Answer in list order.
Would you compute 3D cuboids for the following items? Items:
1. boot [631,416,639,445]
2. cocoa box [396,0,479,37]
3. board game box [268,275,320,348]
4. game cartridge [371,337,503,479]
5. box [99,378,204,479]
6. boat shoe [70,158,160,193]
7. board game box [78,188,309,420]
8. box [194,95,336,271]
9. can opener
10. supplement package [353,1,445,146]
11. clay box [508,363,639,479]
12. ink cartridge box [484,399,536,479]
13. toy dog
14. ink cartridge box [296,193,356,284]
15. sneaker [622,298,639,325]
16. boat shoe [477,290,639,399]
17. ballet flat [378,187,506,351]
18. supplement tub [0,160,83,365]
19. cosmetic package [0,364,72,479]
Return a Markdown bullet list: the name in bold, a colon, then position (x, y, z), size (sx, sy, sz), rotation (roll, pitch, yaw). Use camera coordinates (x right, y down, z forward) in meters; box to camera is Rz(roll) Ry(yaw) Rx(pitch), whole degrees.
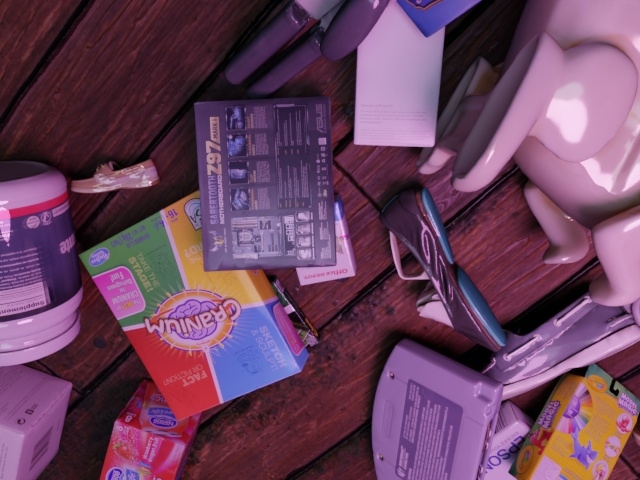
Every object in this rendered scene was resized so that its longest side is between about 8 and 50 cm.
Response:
- **boot**: position (0.623, 0.371, 0.825), size (0.214, 0.077, 0.164), rotation (-1, 112, 3)
- **cocoa box**: position (0.188, -0.407, 0.439), size (0.347, 0.231, 0.228), rotation (-44, 102, -4)
- **board game box**: position (-0.144, 0.178, 0.857), size (0.260, 0.030, 0.136), rotation (-31, 102, 16)
- **game cartridge**: position (0.175, 0.313, 0.807), size (0.196, 0.060, 0.293), rotation (20, 116, 35)
- **box**: position (-0.316, 0.404, 0.909), size (0.128, 0.122, 0.256), rotation (22, 111, -2)
- **boat shoe**: position (-0.317, -0.101, 0.762), size (0.136, 0.050, 0.045), rotation (-7, 107, -2)
- **board game box**: position (-0.198, 0.104, 0.791), size (0.242, 0.064, 0.316), rotation (-26, 98, 15)
- **box**: position (-0.073, -0.076, 0.685), size (0.184, 0.059, 0.232), rotation (-3, 93, 0)
- **can opener**: position (-0.028, -0.231, 0.579), size (0.076, 0.095, 0.284), rotation (37, 147, -27)
- **supplement package**: position (0.098, -0.220, 0.640), size (0.105, 0.105, 0.179), rotation (2, 111, 5)
- **clay box**: position (0.415, 0.318, 0.800), size (0.127, 0.053, 0.222), rotation (39, 76, -9)
- **ink cartridge box**: position (0.338, 0.494, 0.906), size (0.330, 0.071, 0.324), rotation (40, 109, -8)
- **toy dog**: position (0.378, -0.120, 0.589), size (0.408, 0.284, 0.395), rotation (28, 93, -6)
- **ink cartridge box**: position (0.000, 0.000, 0.762), size (0.089, 0.052, 0.122), rotation (-11, 110, 9)
- **sneaker**: position (0.581, 0.079, 0.699), size (0.252, 0.111, 0.102), rotation (-30, 105, 15)
- **boat shoe**: position (0.330, 0.181, 0.790), size (0.320, 0.116, 0.099), rotation (-34, 61, 23)
- **ballet flat**: position (0.177, 0.053, 0.750), size (0.096, 0.095, 0.280), rotation (-27, 96, 25)
- **supplement tub**: position (-0.472, 0.028, 0.747), size (0.191, 0.191, 0.271), rotation (4, 111, 4)
- **cosmetic package**: position (-0.676, 0.310, 0.895), size (0.366, 0.155, 0.196), rotation (22, 111, -2)
